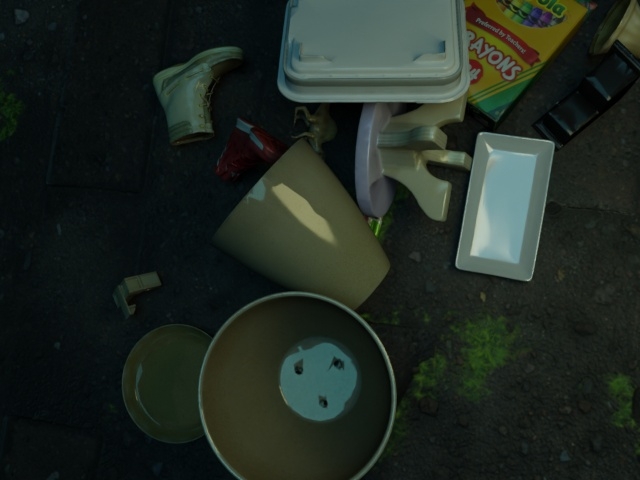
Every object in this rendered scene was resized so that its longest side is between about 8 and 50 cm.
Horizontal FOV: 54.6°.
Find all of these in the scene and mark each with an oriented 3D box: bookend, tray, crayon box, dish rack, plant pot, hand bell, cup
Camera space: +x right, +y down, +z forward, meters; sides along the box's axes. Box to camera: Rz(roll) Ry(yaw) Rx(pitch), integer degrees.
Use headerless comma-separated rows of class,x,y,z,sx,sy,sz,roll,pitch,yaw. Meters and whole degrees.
bookend,0.475,-0.254,1.113,0.157,0.156,0.072,-40,78,5
tray,0.349,-0.066,1.180,0.145,0.030,0.271,10,85,11
crayon box,0.356,-0.397,1.192,0.202,0.081,0.319,39,91,13
dish rack,0.092,-0.370,1.084,0.332,0.072,0.286,1,63,6
plant pot,-0.015,0.000,1.134,0.274,0.256,0.256,42,93,-4
plant pot,-0.290,0.290,1.264,0.236,0.032,0.237,-1,82,11
hand bell,0.638,-0.347,1.135,0.242,0.126,0.126,26,89,0
cup,-0.021,0.259,1.109,0.330,0.237,0.331,-1,84,11

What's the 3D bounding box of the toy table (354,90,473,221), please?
toy table,0.171,-0.173,1.132,0.160,0.252,0.275,8,99,28

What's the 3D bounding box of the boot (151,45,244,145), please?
boot,-0.241,-0.302,1.301,0.213,0.077,0.165,-19,80,14

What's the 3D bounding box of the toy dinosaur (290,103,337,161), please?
toy dinosaur,-0.009,-0.244,1.270,0.092,0.053,0.183,11,93,-3

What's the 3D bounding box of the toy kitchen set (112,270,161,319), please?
toy kitchen set,-0.381,0.119,1.302,0.083,0.075,0.068,-41,70,45

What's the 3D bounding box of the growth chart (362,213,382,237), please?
growth chart,0.000,0.000,1.247,0.237,0.021,0.172,11,87,13

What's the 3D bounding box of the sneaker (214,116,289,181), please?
sneaker,-0.139,-0.157,1.224,0.087,0.221,0.128,25,102,-26
